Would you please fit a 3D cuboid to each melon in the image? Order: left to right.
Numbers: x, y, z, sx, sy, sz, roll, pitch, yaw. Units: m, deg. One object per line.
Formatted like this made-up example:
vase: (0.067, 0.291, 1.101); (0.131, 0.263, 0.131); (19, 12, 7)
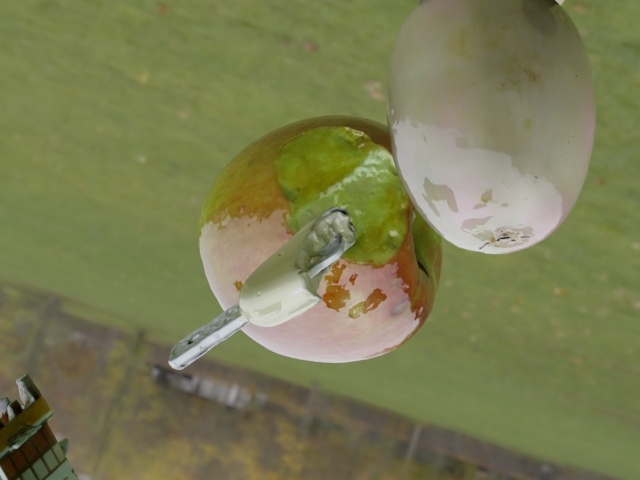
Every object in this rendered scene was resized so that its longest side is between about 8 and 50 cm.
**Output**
melon: (0.181, -0.140, 1.732); (0.223, 0.317, 0.223); (-2, 149, -1)

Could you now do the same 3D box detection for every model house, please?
model house: (-0.427, 0.321, 2.070); (0.224, 0.215, 0.198); (-25, -174, 25)

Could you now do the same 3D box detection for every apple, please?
apple: (0.000, 0.000, 2.160); (0.339, 0.339, 0.339); (18, 174, 2)

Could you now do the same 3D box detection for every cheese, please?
cheese: (-0.063, 0.061, 1.681); (0.050, 0.235, 0.127); (50, -159, -20)

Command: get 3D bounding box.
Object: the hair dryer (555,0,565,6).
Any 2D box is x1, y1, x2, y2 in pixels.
hair dryer: (0.275, -0.298, 1.798); (0.090, 0.135, 0.279); (27, 149, -3)
